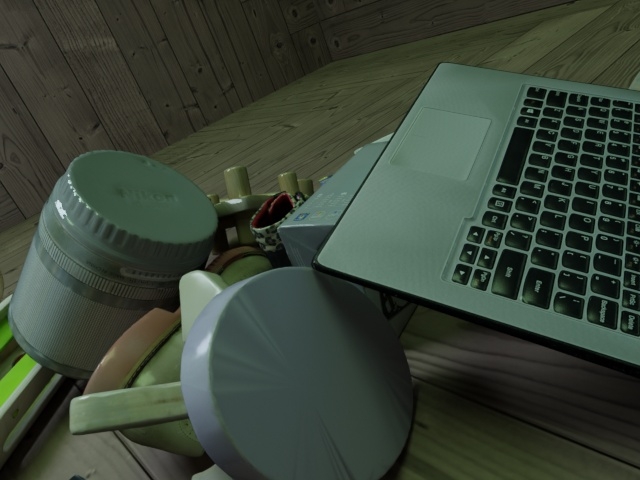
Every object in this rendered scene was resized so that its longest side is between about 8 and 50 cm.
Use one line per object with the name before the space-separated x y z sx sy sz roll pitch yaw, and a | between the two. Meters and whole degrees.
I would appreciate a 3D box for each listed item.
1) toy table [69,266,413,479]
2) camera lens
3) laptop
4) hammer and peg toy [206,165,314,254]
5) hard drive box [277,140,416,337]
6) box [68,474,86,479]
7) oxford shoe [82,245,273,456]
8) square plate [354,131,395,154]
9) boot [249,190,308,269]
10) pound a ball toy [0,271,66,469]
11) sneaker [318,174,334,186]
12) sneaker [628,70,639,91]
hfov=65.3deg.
toy table | -0.049 0.132 0.433 0.160 0.274 0.252 -21 56 28
camera lens | -0.291 0.042 0.705 0.274 0.219 0.219 -55 12 26
laptop | 0.249 -0.123 0.384 0.407 0.236 0.382 17 48 20
hammer and peg toy | -0.153 -0.043 0.947 0.265 0.128 0.361 -12 0 22
hard drive box | 0.071 -0.003 0.643 0.089 0.181 0.232 -2 32 36
box | -0.183 0.305 0.271 0.165 0.143 0.270 3 34 43
oxford shoe | -0.125 0.128 0.650 0.146 0.141 0.397 27 27 5
square plate | 0.276 -0.203 1.041 0.347 0.049 0.344 -24 25 -3
boot | 0.001 0.000 0.694 0.085 0.179 0.236 -7 29 31
pound a ball toy | -0.495 0.190 0.739 0.208 0.136 0.319 15 27 -5
sneaker | 0.070 -0.107 1.021 0.144 0.059 0.053 -7 -4 -8
sneaker | 0.515 -0.182 0.751 0.121 0.108 0.302 23 42 32
